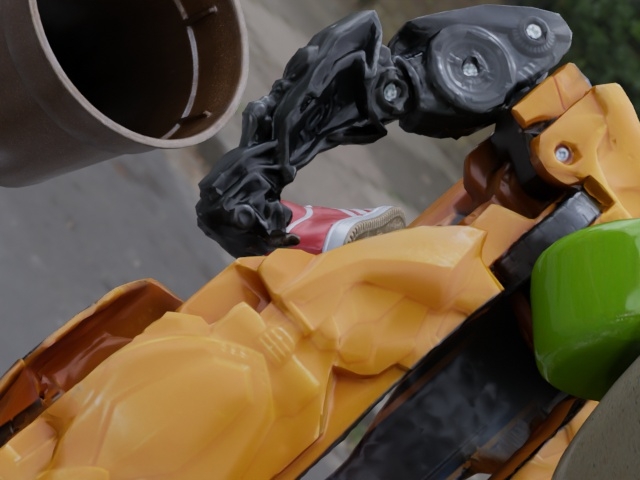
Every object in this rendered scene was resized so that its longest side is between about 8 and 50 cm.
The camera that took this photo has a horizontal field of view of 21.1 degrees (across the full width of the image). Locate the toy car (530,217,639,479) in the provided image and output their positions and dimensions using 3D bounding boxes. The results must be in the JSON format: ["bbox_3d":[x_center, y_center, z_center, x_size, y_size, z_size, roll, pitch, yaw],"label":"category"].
[{"bbox_3d":[0.151,0.065,0.355,0.188,0.149,0.155,6,65,-15],"label":"toy car"}]

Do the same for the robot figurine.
[{"bbox_3d":[0.017,0.063,0.461,0.211,0.291,0.085,50,-29,3],"label":"robot figurine"}]

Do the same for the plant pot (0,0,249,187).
[{"bbox_3d":[-0.160,-0.114,1.091,0.167,0.165,0.167,17,64,-39],"label":"plant pot"}]

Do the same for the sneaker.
[{"bbox_3d":[0.000,0.000,0.851,0.067,0.042,0.118,8,3,18],"label":"sneaker"}]
